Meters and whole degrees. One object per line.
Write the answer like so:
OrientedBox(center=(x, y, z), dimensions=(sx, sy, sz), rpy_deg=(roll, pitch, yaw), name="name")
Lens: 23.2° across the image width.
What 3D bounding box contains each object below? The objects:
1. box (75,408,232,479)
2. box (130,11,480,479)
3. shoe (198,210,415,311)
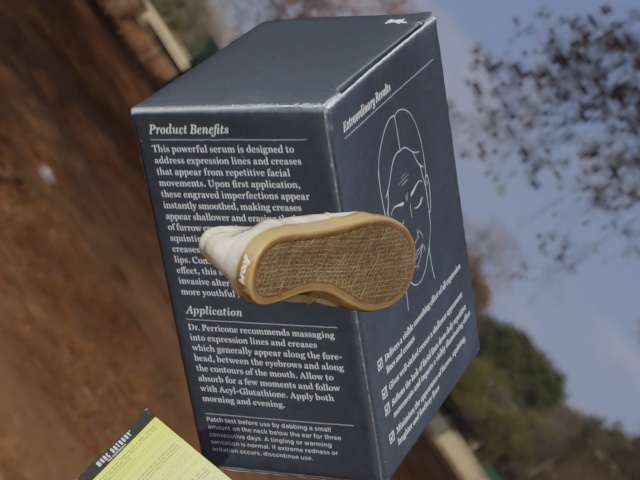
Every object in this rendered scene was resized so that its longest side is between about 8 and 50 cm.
OrientedBox(center=(-0.080, 0.227, 1.176), dimensions=(0.232, 0.087, 0.058), rpy_deg=(32, -21, 35), name="box")
OrientedBox(center=(0.000, 0.000, 1.588), dimensions=(0.293, 0.212, 0.395), rpy_deg=(-44, 130, -56), name="box")
OrientedBox(center=(-0.004, 0.011, 1.153), dimensions=(0.058, 0.076, 0.219), rpy_deg=(16, 7, 35), name="shoe")
